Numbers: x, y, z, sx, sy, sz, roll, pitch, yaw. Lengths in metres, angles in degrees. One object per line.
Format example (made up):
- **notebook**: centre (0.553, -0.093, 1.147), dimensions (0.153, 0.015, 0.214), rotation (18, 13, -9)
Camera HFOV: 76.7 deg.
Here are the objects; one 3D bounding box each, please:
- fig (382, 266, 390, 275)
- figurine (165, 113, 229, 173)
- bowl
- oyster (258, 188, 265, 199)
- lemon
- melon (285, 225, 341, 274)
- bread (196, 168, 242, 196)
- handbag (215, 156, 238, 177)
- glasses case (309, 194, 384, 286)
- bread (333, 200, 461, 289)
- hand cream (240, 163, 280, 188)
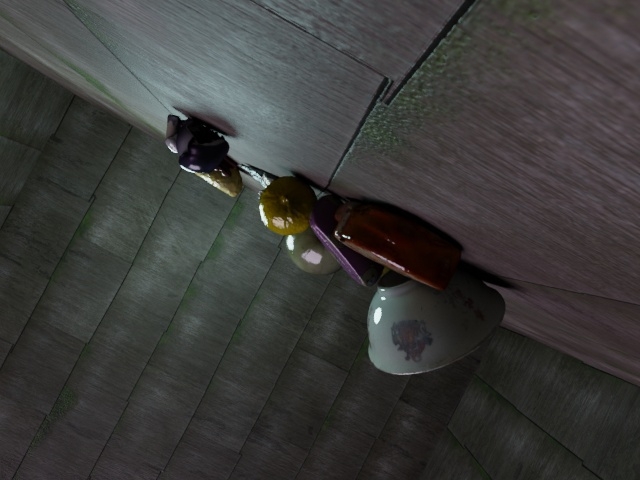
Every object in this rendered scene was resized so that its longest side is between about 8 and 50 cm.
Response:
- **fig**: centre (0.208, 0.043, 1.322), dimensions (0.153, 0.144, 0.165), rotation (-3, 170, -20)
- **figurine**: centre (-0.353, -0.265, 1.128), dimensions (0.222, 0.146, 0.145), rotation (29, 180, 36)
- **bowl**: centre (0.290, 0.174, 1.198), dimensions (0.196, 0.434, 0.435), rotation (60, 173, -10)
- **oyster**: centre (-0.107, -0.151, 1.645), dimensions (0.200, 0.107, 0.354), rotation (-3, 157, 23)
- **lemon**: centre (-0.092, -0.102, 1.180), dimensions (0.180, 0.181, 0.193), rotation (28, 148, 2)
- **melon**: centre (0.004, -0.002, 1.433), dimensions (0.271, 0.272, 0.307), rotation (28, 162, -24)
- **bread**: centre (-0.470, -0.314, 1.920), dimensions (0.244, 0.134, 0.244), rotation (30, -178, -1)
- **handbag**: centre (-0.471, -0.351, 1.680), dimensions (0.216, 0.074, 0.203), rotation (28, 178, 12)
- **glasses case**: centre (0.083, 0.006, 1.175), dimensions (0.075, 0.123, 0.316), rotation (-4, 133, 51)
- **bread**: centre (0.185, 0.012, 0.990), dimensions (0.294, 0.114, 0.327), rotation (28, 178, -15)
- **hand cream**: centre (-0.205, -0.233, 1.496), dimensions (0.247, 0.052, 0.075), rotation (35, 161, 43)
